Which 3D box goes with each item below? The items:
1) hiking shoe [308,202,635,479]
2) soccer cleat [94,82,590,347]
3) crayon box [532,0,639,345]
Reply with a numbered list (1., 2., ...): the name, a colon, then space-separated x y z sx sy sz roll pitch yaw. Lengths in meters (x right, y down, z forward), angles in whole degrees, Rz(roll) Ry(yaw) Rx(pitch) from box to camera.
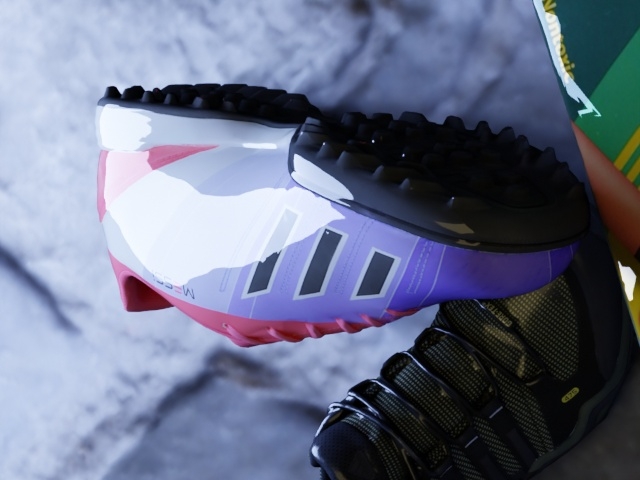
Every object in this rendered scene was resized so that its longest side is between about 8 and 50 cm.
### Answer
1. hiking shoe: 0.056 0.082 0.834 0.086 0.114 0.227 39 120 26
2. soccer cleat: 0.000 0.000 0.842 0.318 0.109 0.116 15 107 53
3. crayon box: 0.261 0.019 0.641 0.313 0.106 0.362 -23 81 46
